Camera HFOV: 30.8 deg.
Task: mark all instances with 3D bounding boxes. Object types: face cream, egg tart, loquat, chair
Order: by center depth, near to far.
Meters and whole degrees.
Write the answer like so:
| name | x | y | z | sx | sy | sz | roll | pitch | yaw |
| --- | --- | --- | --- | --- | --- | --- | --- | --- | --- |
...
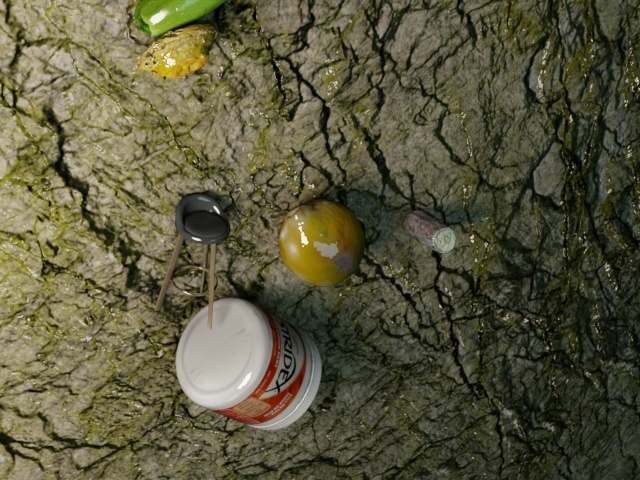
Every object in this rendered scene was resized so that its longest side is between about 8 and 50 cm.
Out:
| name | x | y | z | sx | sy | sz | roll | pitch | yaw |
| --- | --- | --- | --- | --- | --- | --- | --- | --- | --- |
| egg tart | -0.204 | -0.268 | 1.685 | 0.130 | 0.052 | 0.130 | -26 | 179 | -1 |
| chair | -0.202 | 0.037 | 1.939 | 0.104 | 0.095 | 0.221 | -24 | 135 | -41 |
| loquat | 0.000 | 0.000 | 2.052 | 0.152 | 0.152 | 0.195 | -46 | 132 | -1 |
| face cream | -0.128 | 0.220 | 2.067 | 0.201 | 0.201 | 0.187 | -51 | 139 | 5 |

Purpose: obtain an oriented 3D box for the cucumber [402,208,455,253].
| name | x | y | z | sx | sy | sz | roll | pitch | yaw |
| --- | --- | --- | --- | --- | --- | --- | --- | --- | --- |
| cucumber | 0.211 | -0.015 | 2.245 | 0.064 | 0.112 | 0.064 | -17 | 124 | -27 |

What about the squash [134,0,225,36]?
| name | x | y | z | sx | sy | sz | roll | pitch | yaw |
| --- | --- | --- | --- | --- | --- | --- | --- | --- | --- |
| squash | -0.141 | -0.388 | 1.659 | 0.292 | 0.082 | 0.082 | -41 | 139 | -7 |
